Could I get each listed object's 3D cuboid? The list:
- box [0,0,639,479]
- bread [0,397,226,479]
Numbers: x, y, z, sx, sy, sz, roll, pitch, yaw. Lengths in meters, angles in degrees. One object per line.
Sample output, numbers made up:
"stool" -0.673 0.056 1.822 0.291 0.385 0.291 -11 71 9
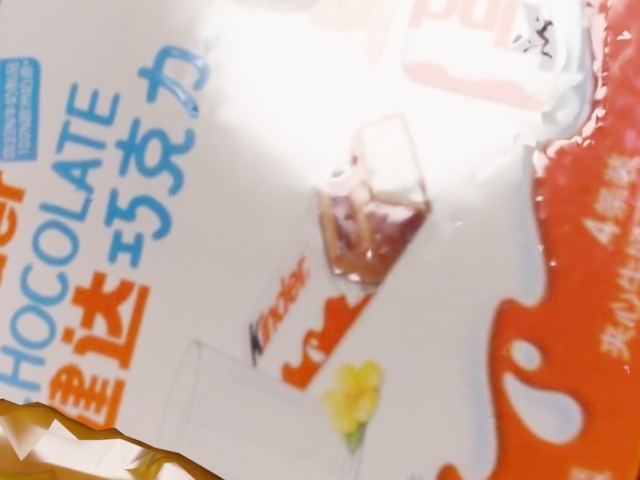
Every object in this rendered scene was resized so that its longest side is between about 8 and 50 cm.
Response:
"box" 0.005 -0.032 0.559 0.265 0.048 0.273 15 91 20
"bread" -0.118 0.239 0.412 0.398 0.215 0.398 -1 86 21
